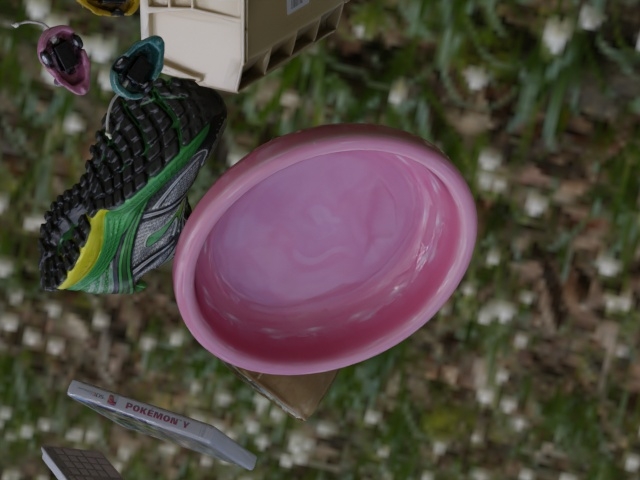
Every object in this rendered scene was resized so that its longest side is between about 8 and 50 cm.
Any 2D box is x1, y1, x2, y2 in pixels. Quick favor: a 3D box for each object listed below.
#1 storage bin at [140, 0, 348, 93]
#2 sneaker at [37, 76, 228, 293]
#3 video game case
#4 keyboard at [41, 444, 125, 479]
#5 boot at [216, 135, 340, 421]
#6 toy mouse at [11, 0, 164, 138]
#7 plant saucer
[{"bbox_3d":[-0.073,-0.321,1.728,0.123,0.260,0.262,13,-152,22],"label":"storage bin"},{"bbox_3d":[-0.199,-0.061,1.897,0.146,0.343,0.134,9,-130,-34],"label":"sneaker"},{"bbox_3d":[-0.183,0.219,1.936,0.183,0.023,0.201,16,168,17],"label":"video game case"},{"bbox_3d":[-0.168,0.261,1.475,0.072,0.014,0.256,7,-156,-41],"label":"keyboard"},{"bbox_3d":[-0.034,0.041,1.953,0.236,0.269,0.089,36,170,1],"label":"boot"},{"bbox_3d":[-0.193,-0.160,1.420,0.161,0.143,0.031,-11,-168,-34],"label":"toy mouse"},{"bbox_3d":[0.000,0.000,1.748,0.332,0.332,0.084,8,-143,-28],"label":"plant saucer"}]
